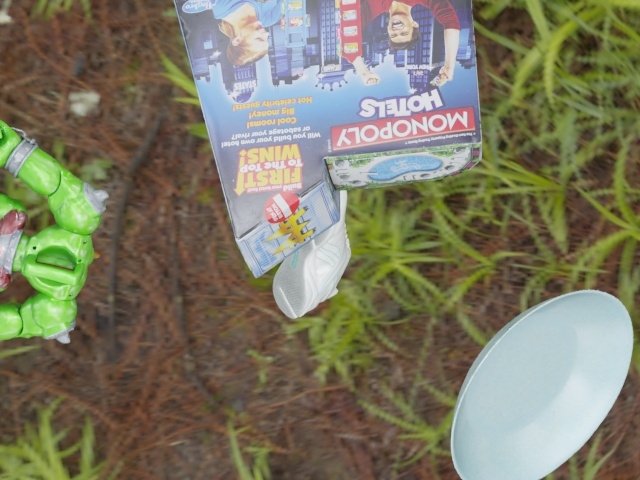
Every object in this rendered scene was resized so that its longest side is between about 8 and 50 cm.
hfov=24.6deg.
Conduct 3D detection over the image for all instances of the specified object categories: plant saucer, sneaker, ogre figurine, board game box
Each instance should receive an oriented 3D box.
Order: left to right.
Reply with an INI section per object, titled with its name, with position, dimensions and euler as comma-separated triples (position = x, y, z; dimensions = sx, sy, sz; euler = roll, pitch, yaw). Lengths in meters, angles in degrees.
[ogre figurine]
position = -0.251, 0.010, 1.239
dimensions = 0.118, 0.097, 0.197
euler = 18, 86, 2
[sneaker]
position = 0.000, 0.000, 1.345
dimensions = 0.054, 0.061, 0.152
euler = 41, 132, 31
[board game box]
position = 0.003, -0.079, 0.912
dimensions = 0.194, 0.060, 0.194
euler = -5, 65, 9
[plant saucer]
position = 0.174, 0.117, 1.207
dimensions = 0.037, 0.195, 0.195
euler = 41, 101, 44
